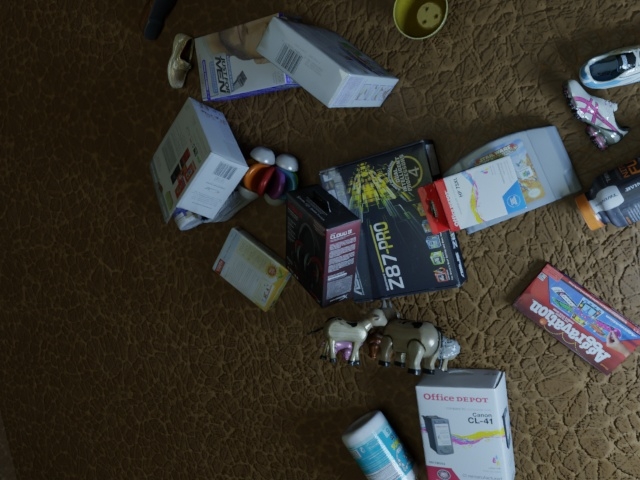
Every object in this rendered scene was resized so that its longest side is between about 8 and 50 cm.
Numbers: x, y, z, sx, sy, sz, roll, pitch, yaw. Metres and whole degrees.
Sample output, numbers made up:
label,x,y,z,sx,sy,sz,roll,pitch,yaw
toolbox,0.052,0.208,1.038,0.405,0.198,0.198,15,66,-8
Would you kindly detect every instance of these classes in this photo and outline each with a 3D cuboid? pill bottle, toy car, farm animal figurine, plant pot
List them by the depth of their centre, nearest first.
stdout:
label,x,y,z,sx,sy,sz,roll,pitch,yaw
pill bottle,0.704,-0.112,1.253,0.246,0.130,0.130,-30,87,28
plant pot,0.259,-0.564,1.396,0.134,0.095,0.134,5,103,25
farm animal figurine,0.180,0.248,1.497,0.327,0.330,0.172,6,86,29
toy car,-0.144,-0.174,1.634,0.182,0.136,0.159,14,111,-23
pill bottle,0.189,0.649,1.661,0.146,0.146,0.264,-37,84,28
pill bottle,-0.448,-0.138,1.826,0.112,0.112,0.186,-32,84,28

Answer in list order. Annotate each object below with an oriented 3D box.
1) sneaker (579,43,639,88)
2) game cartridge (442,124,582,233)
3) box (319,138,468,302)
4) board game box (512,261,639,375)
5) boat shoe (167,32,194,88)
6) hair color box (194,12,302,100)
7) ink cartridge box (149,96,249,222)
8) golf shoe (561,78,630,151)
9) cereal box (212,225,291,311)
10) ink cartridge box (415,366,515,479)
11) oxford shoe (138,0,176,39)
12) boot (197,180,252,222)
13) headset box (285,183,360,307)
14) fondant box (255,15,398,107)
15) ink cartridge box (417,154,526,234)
label,x,y,z,sx,sy,sz,roll,pitch,yaw
sneaker,0.693,-0.389,1.226,0.237,0.086,0.085,-13,93,27
game cartridge,0.466,-0.158,1.406,0.297,0.062,0.198,-24,94,28
box,0.196,-0.045,1.538,0.318,0.097,0.394,-12,95,31
board game box,0.643,0.195,1.407,0.281,0.027,0.145,38,116,14
boat shoe,-0.433,-0.559,1.758,0.059,0.063,0.170,20,108,28
hair color box,-0.202,-0.510,1.596,0.339,0.110,0.185,0,101,37
ink cartridge box,-0.375,-0.224,1.678,0.272,0.130,0.309,-50,44,23
golf shoe,0.627,-0.301,1.288,0.086,0.067,0.186,-36,96,21
cereal box,-0.218,0.089,1.798,0.240,0.047,0.173,38,114,15
ink cartridge box,0.397,0.518,1.540,0.226,0.131,0.306,-6,100,27
oxford shoe,-0.513,-0.739,1.757,0.212,0.076,0.076,-48,68,25
boot,-0.270,-0.138,1.732,0.258,0.123,0.095,-44,81,27
headset box,0.000,0.000,1.541,0.218,0.110,0.293,44,142,43
fondant box,0.029,-0.437,1.404,0.238,0.330,0.096,41,118,13
ink cartridge box,0.363,-0.105,1.367,0.231,0.078,0.134,-19,92,14
